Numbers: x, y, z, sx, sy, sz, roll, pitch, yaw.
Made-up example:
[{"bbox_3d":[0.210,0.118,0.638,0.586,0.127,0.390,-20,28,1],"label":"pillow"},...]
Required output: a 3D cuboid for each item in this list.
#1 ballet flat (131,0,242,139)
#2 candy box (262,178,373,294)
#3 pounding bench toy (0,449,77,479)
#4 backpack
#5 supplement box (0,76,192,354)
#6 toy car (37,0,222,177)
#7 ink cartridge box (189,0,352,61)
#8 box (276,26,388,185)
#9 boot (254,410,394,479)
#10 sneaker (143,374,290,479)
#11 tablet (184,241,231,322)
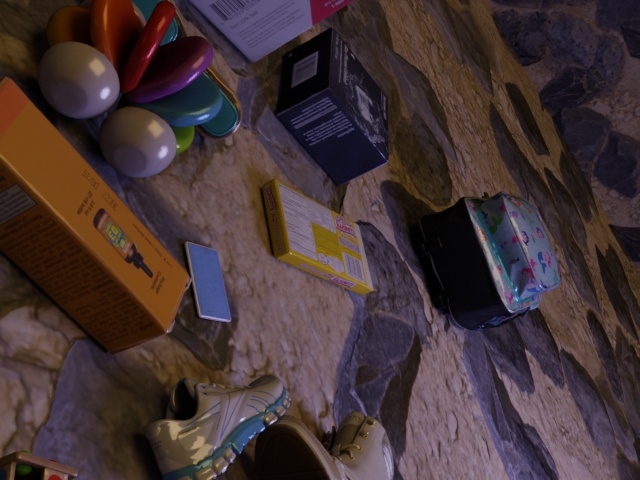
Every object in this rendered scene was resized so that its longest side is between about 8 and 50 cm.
[{"bbox_3d":[-0.174,-0.208,0.981,0.232,0.080,0.073,55,0,-25],"label":"ballet flat"},{"bbox_3d":[0.000,0.000,1.152,0.206,0.027,0.105,27,43,-52],"label":"candy box"},{"bbox_3d":[-0.211,0.172,0.584,0.083,0.052,0.065,37,38,-44],"label":"pounding bench toy"},{"bbox_3d":[0.299,0.032,1.517,0.253,0.191,0.225,10,59,-65],"label":"backpack"},{"bbox_3d":[-0.210,-0.013,0.719,0.233,0.080,0.078,50,31,-25],"label":"supplement box"},{"bbox_3d":[-0.169,-0.165,0.855,0.182,0.136,0.159,49,30,-30],"label":"toy car"},{"bbox_3d":[-0.094,-0.403,1.099,0.306,0.226,0.131,42,34,-40],"label":"ink cartridge box"},{"bbox_3d":[0.022,-0.195,1.288,0.158,0.093,0.156,47,32,-35],"label":"box"},{"bbox_3d":[0.012,0.230,0.923,0.213,0.077,0.165,62,26,-22],"label":"boot"},{"bbox_3d":[-0.093,0.153,0.807,0.083,0.071,0.190,58,26,-1],"label":"sneaker"},{"bbox_3d":[-0.118,0.044,0.921,0.054,0.006,0.083,19,52,-56],"label":"tablet"}]
